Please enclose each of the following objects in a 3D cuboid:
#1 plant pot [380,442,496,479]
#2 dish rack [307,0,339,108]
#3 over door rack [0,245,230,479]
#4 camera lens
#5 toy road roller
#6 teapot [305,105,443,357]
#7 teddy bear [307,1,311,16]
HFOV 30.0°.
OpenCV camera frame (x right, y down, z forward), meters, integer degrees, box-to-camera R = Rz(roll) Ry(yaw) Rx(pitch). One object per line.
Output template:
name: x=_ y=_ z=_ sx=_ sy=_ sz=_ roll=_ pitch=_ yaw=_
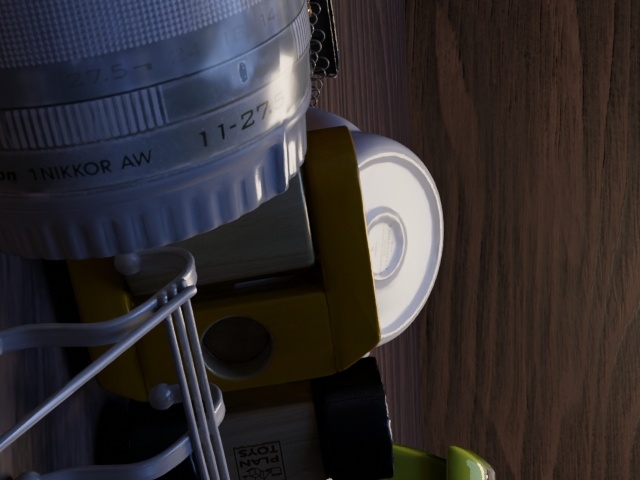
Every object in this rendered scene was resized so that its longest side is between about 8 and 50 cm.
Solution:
plant pot: x=0.079 y=0.317 z=1.252 sx=0.227 sy=0.207 sz=0.228 roll=47 pitch=42 yaw=-74
dish rack: x=-0.039 y=-0.244 z=1.413 sx=0.271 sy=0.074 sz=0.208 roll=-75 pitch=159 yaw=-56
over door rack: x=-0.158 y=0.180 z=0.686 sx=0.324 sy=0.108 sz=0.240 roll=-54 pitch=142 yaw=-50
camera lens: x=-0.123 y=-0.156 z=0.596 sx=0.219 sy=0.219 sz=0.274 roll=-73 pitch=158 yaw=-59
toy road roller: x=-0.067 y=0.035 z=0.927 sx=0.241 sy=0.202 sz=0.330 roll=-102 pitch=-177 yaw=-61
teapot: x=0.000 y=0.000 z=1.308 sx=0.256 sy=0.187 sz=0.252 roll=-57 pitch=132 yaw=-24
teddy bear: x=-0.084 y=-0.198 z=0.960 sx=0.245 sy=0.113 sz=0.338 roll=-48 pitch=156 yaw=-21
